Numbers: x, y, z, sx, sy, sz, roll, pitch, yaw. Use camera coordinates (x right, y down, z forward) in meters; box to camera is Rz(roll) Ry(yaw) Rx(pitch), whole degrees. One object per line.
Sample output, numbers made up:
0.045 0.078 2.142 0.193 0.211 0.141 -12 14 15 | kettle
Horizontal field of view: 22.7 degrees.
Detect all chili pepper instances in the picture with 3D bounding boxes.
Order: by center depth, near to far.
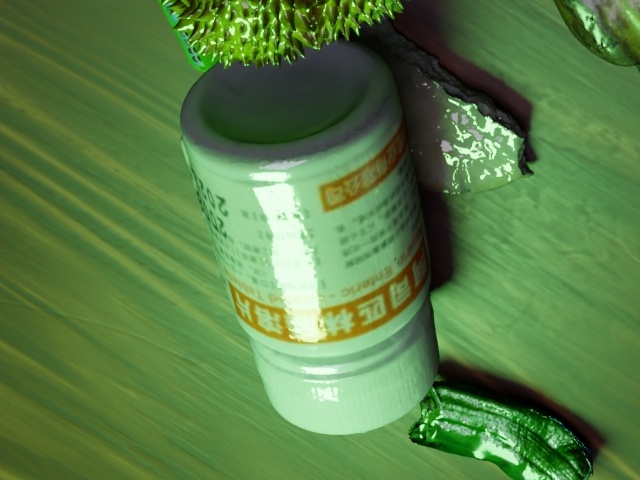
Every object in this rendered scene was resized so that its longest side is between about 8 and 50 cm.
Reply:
0.198 0.217 1.776 0.224 0.061 0.098 26 111 3 | chili pepper

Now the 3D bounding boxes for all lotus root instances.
0.273 -0.229 1.439 0.120 0.120 0.209 -26 113 28 | lotus root

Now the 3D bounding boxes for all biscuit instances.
0.081 -0.129 1.599 0.289 0.038 0.141 37 124 -9 | biscuit

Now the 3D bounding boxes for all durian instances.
-0.018 -0.289 1.401 0.224 0.291 0.291 7 140 -45 | durian

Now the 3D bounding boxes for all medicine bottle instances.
0.000 0.000 1.577 0.211 0.211 0.371 0 131 16 | medicine bottle

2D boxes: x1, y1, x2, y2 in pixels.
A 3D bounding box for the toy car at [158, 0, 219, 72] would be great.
-0.109 -0.217 1.581 0.062 0.071 0.165 -7 121 37 | toy car
